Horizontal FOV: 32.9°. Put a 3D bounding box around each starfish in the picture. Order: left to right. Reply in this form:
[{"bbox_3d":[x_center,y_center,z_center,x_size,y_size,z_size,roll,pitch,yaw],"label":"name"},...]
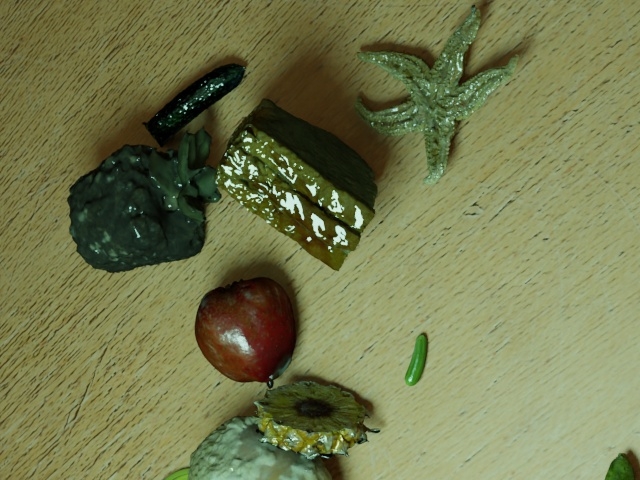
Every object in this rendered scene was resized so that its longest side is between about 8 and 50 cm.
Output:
[{"bbox_3d":[0.196,-0.258,1.823,0.302,0.060,0.299,-37,62,28],"label":"starfish"}]

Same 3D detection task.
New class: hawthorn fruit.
[{"bbox_3d":[-0.124,0.167,1.911,0.185,0.185,0.202,-26,90,25],"label":"hawthorn fruit"}]

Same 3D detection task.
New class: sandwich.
[{"bbox_3d":[-0.032,-0.111,1.813,0.262,0.325,0.131,35,106,-9],"label":"sandwich"}]

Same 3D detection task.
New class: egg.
[{"bbox_3d":[-0.102,0.446,1.816,0.279,0.279,0.310,-44,41,19],"label":"egg"}]

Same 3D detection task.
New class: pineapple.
[{"bbox_3d":[-0.008,0.294,1.810,0.221,0.221,0.047,22,117,30],"label":"pineapple"}]

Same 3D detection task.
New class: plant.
[{"bbox_3d":[-0.298,-0.073,2.003,0.312,0.213,0.215,-22,71,24],"label":"plant"}]

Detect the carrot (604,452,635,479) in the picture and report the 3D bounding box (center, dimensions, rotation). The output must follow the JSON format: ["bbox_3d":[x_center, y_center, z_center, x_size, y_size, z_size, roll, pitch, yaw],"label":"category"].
[{"bbox_3d":[0.427,0.496,1.613,0.074,0.074,0.359,5,87,30],"label":"carrot"}]

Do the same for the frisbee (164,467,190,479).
[{"bbox_3d":[-0.229,0.541,2.013,0.236,0.017,0.236,-3,84,30],"label":"frisbee"}]

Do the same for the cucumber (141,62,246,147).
[{"bbox_3d":[-0.245,-0.266,2.072,0.245,0.067,0.067,-35,69,24],"label":"cucumber"}]

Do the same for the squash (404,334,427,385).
[{"bbox_3d":[0.163,0.202,1.817,0.027,0.027,0.089,17,90,30],"label":"squash"}]
